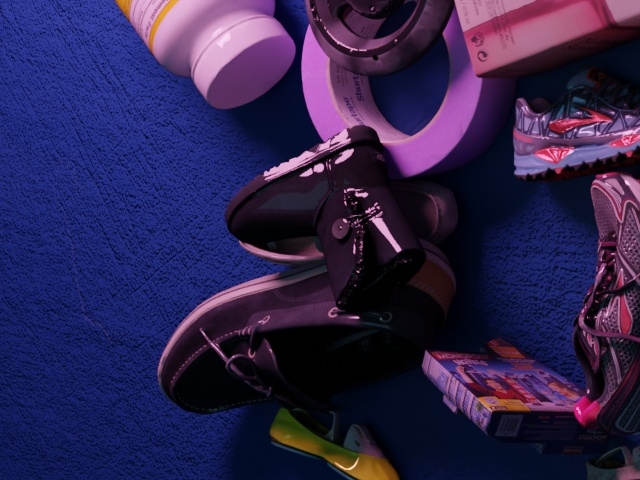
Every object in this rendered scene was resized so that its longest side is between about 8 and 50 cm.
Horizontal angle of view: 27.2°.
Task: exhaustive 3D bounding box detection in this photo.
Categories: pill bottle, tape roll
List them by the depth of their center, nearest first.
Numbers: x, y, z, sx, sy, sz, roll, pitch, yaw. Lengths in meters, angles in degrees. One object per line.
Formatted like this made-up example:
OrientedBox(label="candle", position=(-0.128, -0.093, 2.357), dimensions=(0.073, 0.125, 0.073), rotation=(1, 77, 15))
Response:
OrientedBox(label="tape roll", position=(0.109, -0.216, 1.668), dimensions=(0.275, 0.090, 0.274), rotation=(5, 98, 38))
OrientedBox(label="pill bottle", position=(-0.182, -0.349, 1.816), dimensions=(0.188, 0.188, 0.334), rotation=(-48, 68, 32))

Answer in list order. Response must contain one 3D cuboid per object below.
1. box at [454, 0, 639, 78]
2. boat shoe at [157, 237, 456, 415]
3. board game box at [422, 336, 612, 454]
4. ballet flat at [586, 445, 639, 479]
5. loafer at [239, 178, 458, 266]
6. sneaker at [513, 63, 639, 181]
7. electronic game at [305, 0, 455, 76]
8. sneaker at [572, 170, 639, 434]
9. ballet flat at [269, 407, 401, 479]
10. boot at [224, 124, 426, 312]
OrientedBox(label="box", position=(0.287, -0.275, 1.481), dimensions=(0.232, 0.149, 0.127), rotation=(-17, 86, 39))
OrientedBox(label="boat shoe", position=(-0.039, 0.148, 1.760), dimensions=(0.500, 0.187, 0.156), rotation=(-24, 42, 35))
OrientedBox(label="board game box", position=(0.220, 0.181, 1.582), dimensions=(0.194, 0.194, 0.060), rotation=(41, 120, 54))
OrientedBox(label="ballet flat", position=(0.363, 0.262, 1.533), dimensions=(0.168, 0.057, 0.052), rotation=(-29, 65, 55))
OrientedBox(label="loafer", position=(0.033, -0.015, 1.739), dimensions=(0.319, 0.111, 0.112), rotation=(-12, 88, 39))
OrientedBox(label="sneaker", position=(0.323, -0.143, 1.500), dimensions=(0.262, 0.104, 0.125), rotation=(-11, 87, 38))
OrientedBox(label="electronic game", position=(0.070, -0.313, 1.597), dimensions=(0.229, 0.048, 0.229), rotation=(2, 93, 40))
OrientedBox(label="sneaker", position=(0.335, 0.070, 1.480), dimensions=(0.112, 0.121, 0.299), rotation=(-5, 88, -6))
OrientedBox(label="ballet flat", position=(0.025, 0.279, 1.815), dimensions=(0.231, 0.077, 0.077), rotation=(19, 91, 37))
OrientedBox(label="boot", position=(0.000, 0.000, 1.622), dimensions=(0.246, 0.094, 0.207), rotation=(-30, 58, 24))
